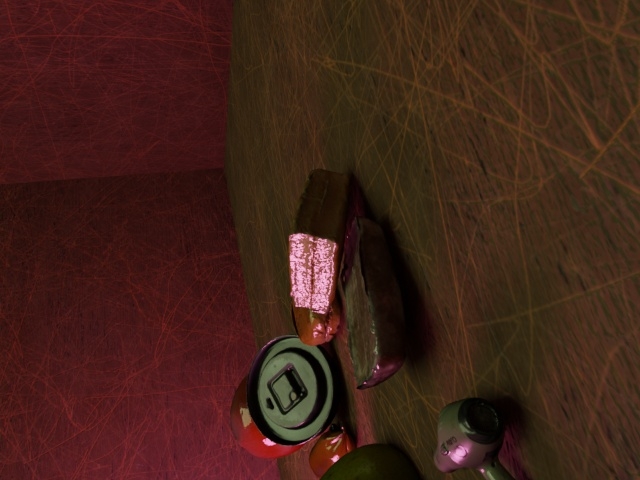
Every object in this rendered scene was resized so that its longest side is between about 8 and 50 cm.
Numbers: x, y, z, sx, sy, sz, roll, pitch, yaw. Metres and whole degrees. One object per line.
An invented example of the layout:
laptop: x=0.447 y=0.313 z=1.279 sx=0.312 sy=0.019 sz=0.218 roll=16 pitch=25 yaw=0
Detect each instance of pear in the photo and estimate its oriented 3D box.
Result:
pear: x=0.067 y=0.508 z=0.872 sx=0.288 sy=0.238 sz=0.139 roll=-172 pitch=75 yaw=-71

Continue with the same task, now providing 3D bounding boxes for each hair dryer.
hair dryer: x=0.227 y=0.330 z=0.608 sx=0.225 sy=0.088 sz=0.219 roll=62 pitch=164 yaw=14

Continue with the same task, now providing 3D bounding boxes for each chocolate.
chocolate: x=0.102 y=0.112 z=0.821 sx=0.185 sy=0.100 sz=0.304 roll=97 pitch=167 yaw=-56

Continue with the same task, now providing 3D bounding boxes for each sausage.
sausage: x=0.035 y=0.601 z=1.233 sx=0.329 sy=0.111 sz=0.112 roll=105 pitch=152 yaw=-50

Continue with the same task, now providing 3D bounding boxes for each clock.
clock: x=-0.082 y=0.437 z=1.290 sx=0.061 sy=0.312 sz=0.313 roll=26 pitch=-137 yaw=-56

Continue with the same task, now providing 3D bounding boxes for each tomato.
tomato: x=-0.165 y=0.586 z=1.505 sx=0.321 sy=0.320 sz=0.322 roll=173 pitch=90 yaw=-72

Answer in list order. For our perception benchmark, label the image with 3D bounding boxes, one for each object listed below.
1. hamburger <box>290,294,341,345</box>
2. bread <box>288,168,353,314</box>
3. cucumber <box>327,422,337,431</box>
hamburger: x=-0.014 y=0.196 z=1.233 sx=0.213 sy=0.107 sz=0.214 roll=176 pitch=90 yaw=-68
bread: x=0.000 y=0.000 z=0.973 sx=0.239 sy=0.110 sz=0.246 roll=-77 pitch=-6 yaw=-46
cucumber: x=0.035 y=0.605 z=1.352 sx=0.135 sy=0.034 sz=0.033 roll=110 pitch=163 yaw=-47
